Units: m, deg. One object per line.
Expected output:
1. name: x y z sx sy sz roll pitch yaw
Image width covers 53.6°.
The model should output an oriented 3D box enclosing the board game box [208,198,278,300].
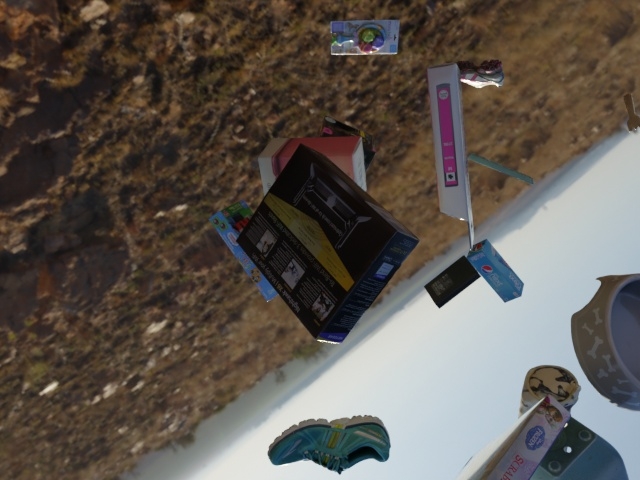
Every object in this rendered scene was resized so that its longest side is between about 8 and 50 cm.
1. board game box: -0.144 0.016 1.380 0.039 0.211 0.160 -33 -175 15

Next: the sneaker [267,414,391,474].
1. sneaker: 0.021 0.455 1.389 0.275 0.110 0.107 -7 132 -8

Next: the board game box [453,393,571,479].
1. board game box: 0.339 0.495 1.298 0.319 0.066 0.318 -30 158 -42

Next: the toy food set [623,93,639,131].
1. toy food set: 0.718 -0.288 1.276 0.192 0.038 0.132 -24 -141 36

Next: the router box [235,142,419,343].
1. router box: 0.000 0.000 1.185 0.081 0.309 0.243 19 112 -49

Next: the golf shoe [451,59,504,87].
1. golf shoe: 0.449 -0.484 1.874 0.067 0.186 0.086 -54 138 -30

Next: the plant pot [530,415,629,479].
1. plant pot: 0.560 0.532 1.516 0.248 0.247 0.252 -37 130 -17

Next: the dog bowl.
1. dog bowl: 0.789 0.238 1.552 0.349 0.349 0.102 -34 177 -27

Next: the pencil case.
1. pencil case: 0.725 0.586 2.022 0.160 0.183 0.410 -42 137 -42

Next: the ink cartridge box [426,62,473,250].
1. ink cartridge box: 0.276 -0.173 1.320 0.069 0.371 0.176 -7 -172 16

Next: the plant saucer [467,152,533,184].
1. plant saucer: 0.496 -0.200 1.746 0.067 0.192 0.018 -46 159 -74

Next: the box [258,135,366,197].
1. box: -0.015 -0.161 1.529 0.127 0.232 0.148 -65 152 -57

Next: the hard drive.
1. hard drive: 0.339 0.105 1.632 0.135 0.022 0.094 -40 -152 10

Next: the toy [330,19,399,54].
1. toy: 0.154 -0.698 2.216 0.237 0.056 0.137 2 143 3

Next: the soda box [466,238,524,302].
1. soda box: 0.570 0.099 2.058 0.067 0.210 0.071 -31 -163 41

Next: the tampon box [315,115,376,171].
1. tampon box: 0.064 -0.265 1.810 0.120 0.161 0.101 -88 -159 -57
